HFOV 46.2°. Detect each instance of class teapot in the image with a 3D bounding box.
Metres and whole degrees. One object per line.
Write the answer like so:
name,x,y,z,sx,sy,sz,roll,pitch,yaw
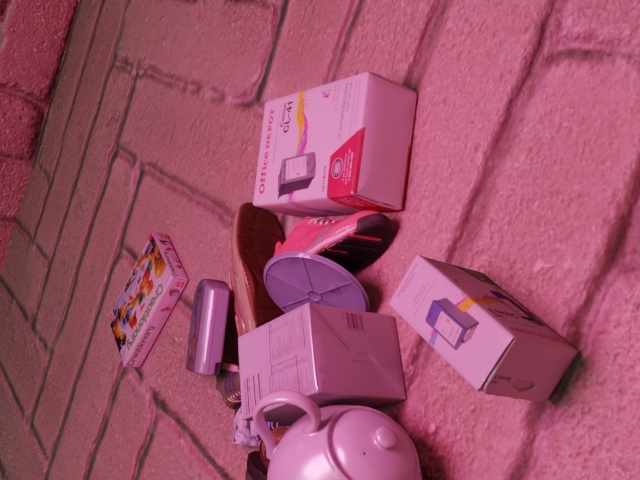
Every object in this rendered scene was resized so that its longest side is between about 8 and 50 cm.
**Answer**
teapot,0.050,0.335,1.112,0.253,0.256,0.187,59,135,33

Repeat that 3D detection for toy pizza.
toy pizza,-0.006,0.087,1.331,0.201,0.201,0.032,-27,26,44

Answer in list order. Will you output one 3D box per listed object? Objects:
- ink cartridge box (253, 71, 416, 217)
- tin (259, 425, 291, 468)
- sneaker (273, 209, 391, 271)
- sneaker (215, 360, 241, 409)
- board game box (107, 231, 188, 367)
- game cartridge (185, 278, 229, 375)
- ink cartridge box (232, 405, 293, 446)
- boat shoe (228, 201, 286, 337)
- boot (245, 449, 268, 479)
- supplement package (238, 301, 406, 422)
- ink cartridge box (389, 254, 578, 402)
ink cartridge box,0.019,-0.166,1.398,0.306,0.131,0.226,-3,78,50
tin,-0.027,0.376,1.325,0.189,0.040,0.106,-13,108,38
sneaker,-0.001,0.000,1.387,0.314,0.115,0.136,-34,54,41
sneaker,-0.154,0.290,1.467,0.192,0.064,0.086,1,79,60
board game box,-0.456,0.156,1.959,0.305,0.053,0.193,-58,42,22
game cartridge,-0.243,0.182,1.595,0.297,0.062,0.198,151,122,-74
ink cartridge box,-0.096,0.303,1.477,0.206,0.045,0.208,-12,69,50
boat shoe,-0.140,0.084,1.530,0.110,0.121,0.341,-38,50,44
boot,-0.076,0.519,1.384,0.246,0.083,0.161,39,122,49
supplement package,-0.002,0.213,1.264,0.203,0.194,0.149,-30,57,43
ink cartridge box,0.223,0.120,1.041,0.093,0.154,0.212,-61,40,17
